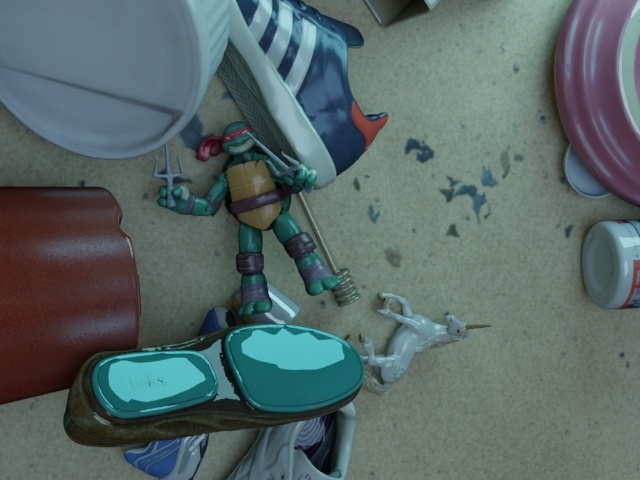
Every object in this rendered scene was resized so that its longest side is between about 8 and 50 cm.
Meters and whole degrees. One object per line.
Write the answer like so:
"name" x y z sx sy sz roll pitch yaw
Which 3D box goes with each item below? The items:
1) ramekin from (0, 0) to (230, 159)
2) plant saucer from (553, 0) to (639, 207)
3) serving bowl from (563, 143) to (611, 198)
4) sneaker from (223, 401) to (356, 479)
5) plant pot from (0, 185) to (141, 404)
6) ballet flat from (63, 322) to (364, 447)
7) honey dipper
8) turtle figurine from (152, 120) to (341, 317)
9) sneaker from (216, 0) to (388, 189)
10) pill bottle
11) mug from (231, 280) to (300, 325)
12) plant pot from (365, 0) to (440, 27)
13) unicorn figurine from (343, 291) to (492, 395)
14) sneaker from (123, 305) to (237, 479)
"ramekin" -0.216 -0.227 1.447 0.273 0.127 0.272 11 124 17
"plant saucer" 0.441 -0.198 1.708 0.332 0.084 0.332 -1 92 -21
"serving bowl" 0.328 -0.093 1.731 0.083 0.027 0.083 -2 96 -17
"sneaker" -0.051 0.286 1.594 0.114 0.152 0.305 23 90 -20
"plant pot" -0.336 0.056 1.441 0.265 0.272 0.272 -6 97 -24
"ballet flat" -0.116 0.160 1.476 0.342 0.124 0.116 -7 65 -39
"honey dipper" 0.000 0.000 1.644 0.030 0.030 0.160 -28 100 -12
"turtle figurine" -0.071 -0.044 1.547 0.175 0.118 0.234 -18 97 23
"sneaker" -0.047 -0.233 1.564 0.148 0.131 0.350 -36 110 -17
"pill bottle" 0.425 0.026 1.730 0.194 0.108 0.108 -2 96 -16
"mug" -0.072 0.080 1.615 0.078 0.062 0.064 -45 98 -14
"plant pot" 0.100 -0.318 1.605 0.096 0.109 0.109 -40 105 -22
"unicorn figurine" 0.101 0.114 1.676 0.111 0.060 0.162 39 100 -17
"sneaker" -0.151 0.170 1.587 0.081 0.080 0.211 20 92 -16
